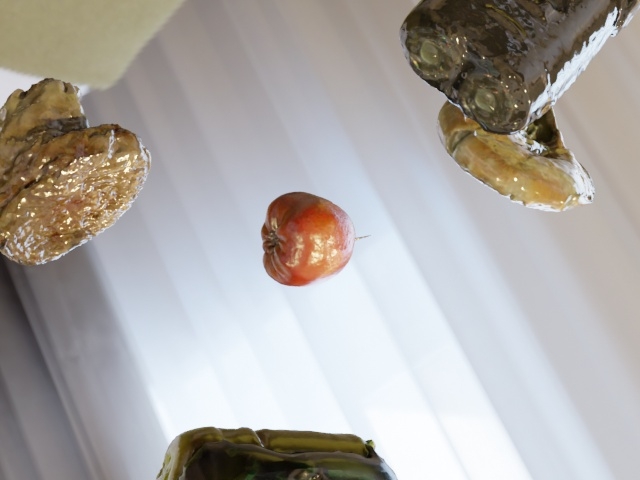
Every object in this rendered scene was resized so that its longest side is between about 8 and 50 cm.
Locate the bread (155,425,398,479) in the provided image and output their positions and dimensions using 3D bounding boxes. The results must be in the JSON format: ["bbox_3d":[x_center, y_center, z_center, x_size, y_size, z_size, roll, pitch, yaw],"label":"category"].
[{"bbox_3d":[-0.067,0.375,1.660,0.377,0.208,0.251,5,117,-31],"label":"bread"}]

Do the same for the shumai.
[{"bbox_3d":[-0.345,-0.085,1.506,0.218,0.185,0.184,-49,147,-9],"label":"shumai"}]

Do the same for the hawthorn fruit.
[{"bbox_3d":[-0.013,0.005,1.517,0.140,0.125,0.125,35,127,-20],"label":"hawthorn fruit"}]

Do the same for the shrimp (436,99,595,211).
[{"bbox_3d":[0.270,-0.143,1.589,0.110,0.221,0.445,-61,177,24],"label":"shrimp"}]

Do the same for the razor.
[{"bbox_3d":[0.242,-0.261,1.384,0.327,0.189,0.107,-42,172,-32],"label":"razor"}]
